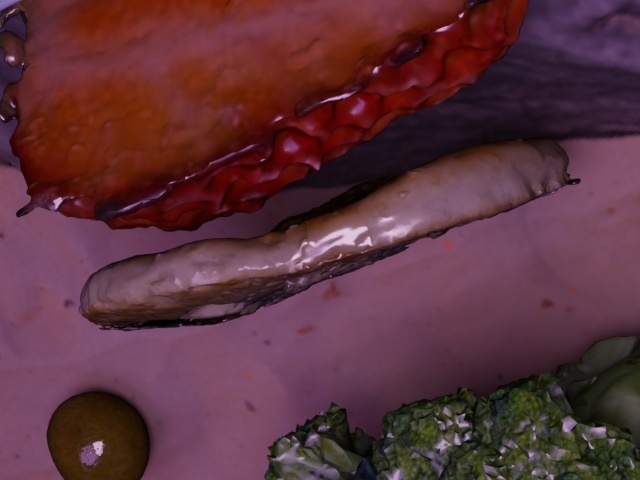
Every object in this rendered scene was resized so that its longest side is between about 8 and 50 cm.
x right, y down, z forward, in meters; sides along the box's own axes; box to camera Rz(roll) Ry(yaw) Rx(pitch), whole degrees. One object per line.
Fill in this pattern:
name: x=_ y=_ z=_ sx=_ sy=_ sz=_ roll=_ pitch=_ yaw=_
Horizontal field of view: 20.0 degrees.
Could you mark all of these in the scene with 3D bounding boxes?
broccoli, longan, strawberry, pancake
broccoli: x=0.127 y=0.208 z=1.003 sx=0.321 sy=0.310 sz=0.413 roll=-21 pitch=140 yaw=24
longan: x=-0.154 y=0.140 z=1.225 sx=0.083 sy=0.075 sz=0.075 roll=-21 pitch=106 yaw=37
strawberry: x=-0.032 y=-0.125 z=0.959 sx=0.280 sy=0.253 sz=0.150 roll=-27 pitch=147 yaw=10
pancake: x=0.000 y=0.001 z=0.969 sx=0.282 sy=0.282 sz=0.049 roll=-18 pitch=90 yaw=32

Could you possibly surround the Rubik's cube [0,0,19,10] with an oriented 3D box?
Rubik's cube: x=-0.119 y=-0.282 z=0.722 sx=0.322 sy=0.319 sz=0.316 roll=-21 pitch=106 yaw=18
